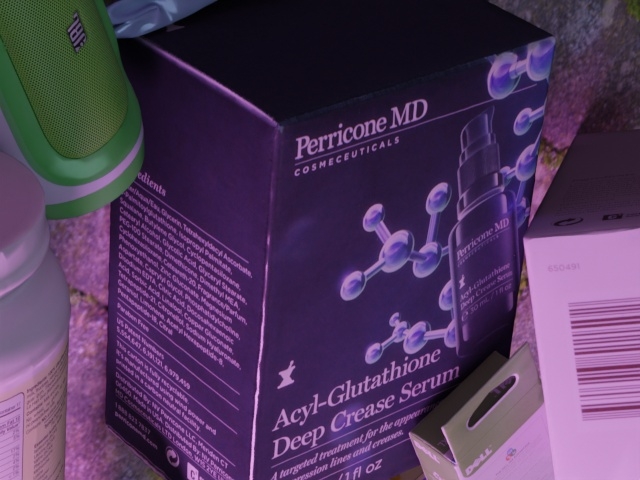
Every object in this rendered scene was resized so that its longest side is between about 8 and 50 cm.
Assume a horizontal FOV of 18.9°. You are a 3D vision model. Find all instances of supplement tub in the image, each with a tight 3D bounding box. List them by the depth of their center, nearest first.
[{"bbox_3d":[-0.295,0.110,1.351,0.235,0.235,0.325,-19,128,-36],"label":"supplement tub"}]

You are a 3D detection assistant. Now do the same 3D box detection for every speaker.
[{"bbox_3d":[-0.215,-0.154,1.340,0.131,0.131,0.296,-39,137,-20],"label":"speaker"}]

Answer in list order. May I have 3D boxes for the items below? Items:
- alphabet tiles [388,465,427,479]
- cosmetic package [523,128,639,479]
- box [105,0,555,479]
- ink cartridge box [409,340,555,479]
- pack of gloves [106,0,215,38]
[{"bbox_3d":[0.053,0.212,1.949,0.342,0.011,0.285,-39,137,-20],"label":"alphabet tiles"},{"bbox_3d":[0.299,0.045,1.745,0.453,0.161,0.230,-49,132,-71],"label":"cosmetic package"},{"bbox_3d":[0.000,0.000,1.595,0.293,0.212,0.395,-20,128,-35],"label":"box"},{"bbox_3d":[0.142,0.170,1.639,0.109,0.062,0.209,-42,139,-17],"label":"ink cartridge box"},{"bbox_3d":[-0.110,-0.270,1.449,0.232,0.046,0.195,-28,122,-34],"label":"pack of gloves"}]
